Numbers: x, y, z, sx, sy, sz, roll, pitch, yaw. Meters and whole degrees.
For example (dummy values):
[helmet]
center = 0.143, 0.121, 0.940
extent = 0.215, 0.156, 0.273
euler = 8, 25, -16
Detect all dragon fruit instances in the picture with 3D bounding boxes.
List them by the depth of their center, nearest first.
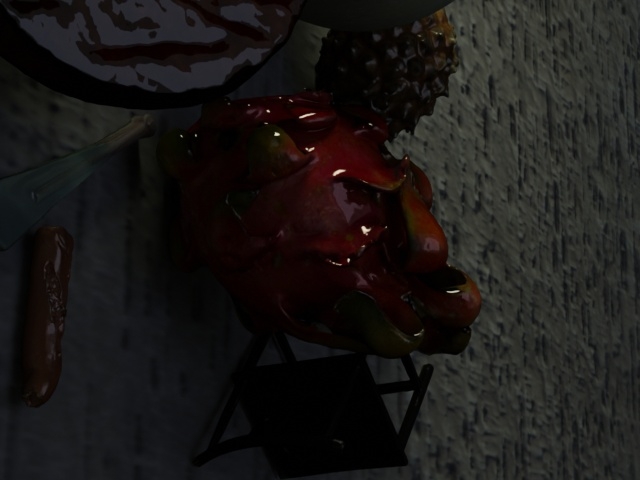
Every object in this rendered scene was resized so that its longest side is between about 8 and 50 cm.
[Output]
[dragon fruit]
center = 0.001, -0.018, 1.693
extent = 0.227, 0.307, 0.243
euler = -31, 126, -69

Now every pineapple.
[pineapple]
center = 0.063, -0.182, 2.018
extent = 0.193, 0.166, 0.166
euler = -55, 131, -39

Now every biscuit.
[biscuit]
center = -0.172, -0.304, 1.531
extent = 0.407, 0.091, 0.407
euler = 11, 73, -37

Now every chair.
[chair]
center = 0.002, 0.164, 1.790
extent = 0.141, 0.155, 0.260
euler = 66, 29, -27

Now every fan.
[fan]
center = -0.215, -0.065, 1.574
extent = 0.057, 0.023, 0.282
euler = 65, 30, -12

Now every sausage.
[sausage]
center = -0.225, 0.063, 1.498
extent = 0.042, 0.036, 0.157
euler = 35, 51, -51

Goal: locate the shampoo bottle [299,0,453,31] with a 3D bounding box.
[shampoo bottle]
center = 0.038, -0.373, 1.813
extent = 0.317, 0.323, 0.322
euler = 34, 49, -83
